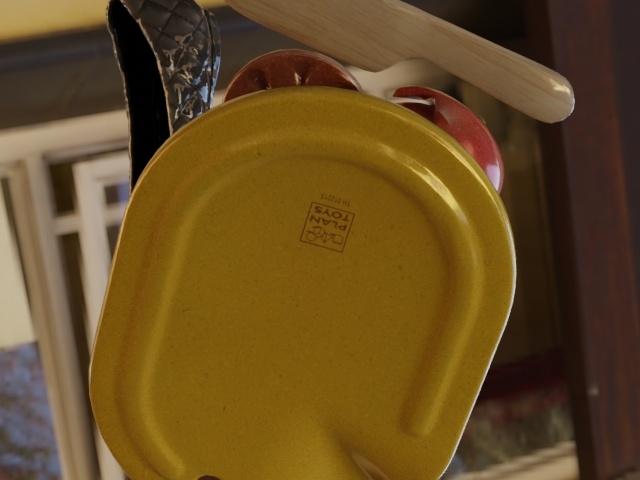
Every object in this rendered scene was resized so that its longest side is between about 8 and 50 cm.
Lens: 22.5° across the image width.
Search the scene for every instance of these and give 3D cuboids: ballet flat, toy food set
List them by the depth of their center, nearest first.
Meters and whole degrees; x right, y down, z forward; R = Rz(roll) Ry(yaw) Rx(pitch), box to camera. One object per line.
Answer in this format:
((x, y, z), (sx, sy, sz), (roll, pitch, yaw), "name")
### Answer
((0.000, 0.000, 0.541), (0.128, 0.218, 0.071), (17, -149, -4), "toy food set")
((-0.071, -0.021, 0.676), (0.049, 0.173, 0.057), (5, 170, -36), "ballet flat")
